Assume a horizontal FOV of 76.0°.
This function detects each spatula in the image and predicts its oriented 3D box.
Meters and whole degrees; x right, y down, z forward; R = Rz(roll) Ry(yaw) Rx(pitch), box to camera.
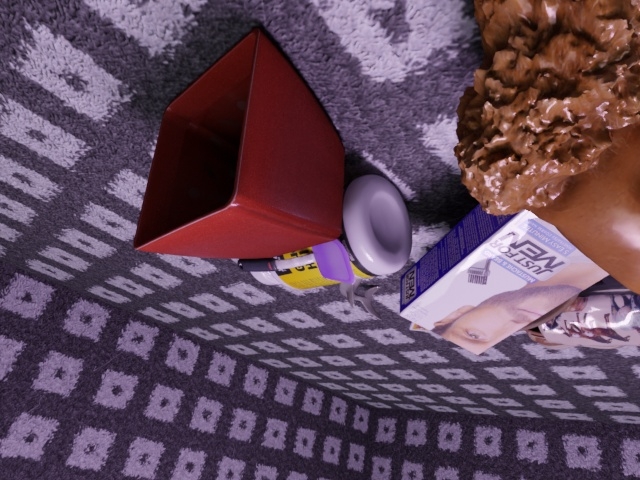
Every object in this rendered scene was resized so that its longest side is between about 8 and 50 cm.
[{"bbox_3d":[-0.060,0.040,0.757,0.296,0.030,0.084,-6,108,39],"label":"spatula"}]

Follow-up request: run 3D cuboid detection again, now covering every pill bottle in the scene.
[{"bbox_3d":[0.000,0.000,0.840,0.334,0.188,0.188,-16,140,41],"label":"pill bottle"}]

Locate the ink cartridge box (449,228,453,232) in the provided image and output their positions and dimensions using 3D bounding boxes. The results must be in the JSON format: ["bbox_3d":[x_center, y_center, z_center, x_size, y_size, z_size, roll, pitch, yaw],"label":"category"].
[{"bbox_3d":[0.351,0.061,0.916,0.190,0.082,0.140,14,151,-6],"label":"ink cartridge box"}]

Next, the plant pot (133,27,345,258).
[{"bbox_3d":[-0.105,-0.103,0.660,0.267,0.267,0.235,-16,153,41],"label":"plant pot"}]

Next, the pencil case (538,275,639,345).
[{"bbox_3d":[0.638,0.124,0.815,0.410,0.160,0.183,-12,128,42],"label":"pencil case"}]

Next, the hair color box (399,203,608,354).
[{"bbox_3d":[0.305,0.041,0.680,0.185,0.110,0.339,28,132,-11],"label":"hair color box"}]

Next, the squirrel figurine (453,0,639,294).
[{"bbox_3d":[0.332,-0.159,0.359,0.397,0.281,0.370,13,145,-5],"label":"squirrel figurine"}]

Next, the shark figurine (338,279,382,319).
[{"bbox_3d":[0.091,0.137,1.086,0.166,0.116,0.278,-11,144,0],"label":"shark figurine"}]

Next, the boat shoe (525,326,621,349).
[{"bbox_3d":[0.641,0.199,1.010,0.116,0.123,0.324,24,148,-15],"label":"boat shoe"}]

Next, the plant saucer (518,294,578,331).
[{"bbox_3d":[0.381,0.061,0.815,0.277,0.041,0.278,1,115,3],"label":"plant saucer"}]

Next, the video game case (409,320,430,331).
[{"bbox_3d":[0.331,0.166,0.966,0.206,0.026,0.227,4,146,4],"label":"video game case"}]
